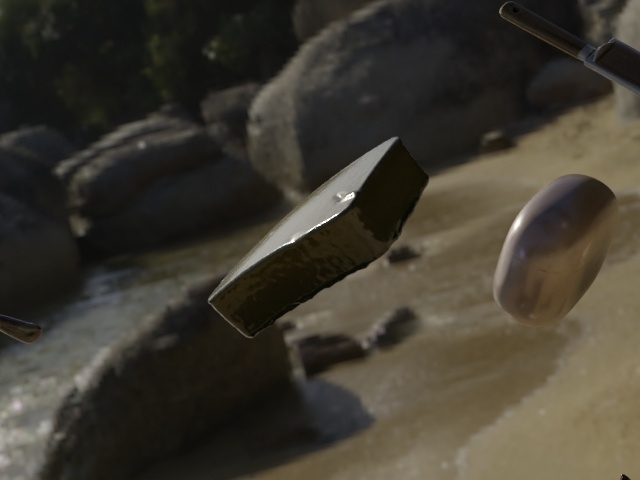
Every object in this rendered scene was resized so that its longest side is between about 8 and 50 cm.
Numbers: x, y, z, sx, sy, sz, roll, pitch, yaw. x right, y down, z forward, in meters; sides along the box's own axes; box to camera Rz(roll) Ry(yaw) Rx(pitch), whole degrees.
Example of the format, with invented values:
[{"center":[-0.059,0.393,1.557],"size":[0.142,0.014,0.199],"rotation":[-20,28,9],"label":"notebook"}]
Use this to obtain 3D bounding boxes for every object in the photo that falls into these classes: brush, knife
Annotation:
[{"center":[0.000,0.000,1.345],"size":[0.197,0.059,0.123],"rotation":[-34,14,42],"label":"brush"},{"center":[0.288,-0.187,1.617],"size":[0.256,0.022,0.046],"rotation":[34,60,29],"label":"knife"}]

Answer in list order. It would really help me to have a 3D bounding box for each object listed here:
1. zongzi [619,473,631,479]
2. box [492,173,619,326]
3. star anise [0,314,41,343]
[{"center":[0.262,0.226,1.271],"size":[0.073,0.083,0.067],"rotation":[-11,-28,-26],"label":"zongzi"},{"center":[0.246,0.009,1.680],"size":[0.088,0.146,0.200],"rotation":[24,28,16],"label":"box"},{"center":[-0.470,0.230,1.672],"size":[0.359,0.316,0.139],"rotation":[1,1,-24],"label":"star anise"}]
